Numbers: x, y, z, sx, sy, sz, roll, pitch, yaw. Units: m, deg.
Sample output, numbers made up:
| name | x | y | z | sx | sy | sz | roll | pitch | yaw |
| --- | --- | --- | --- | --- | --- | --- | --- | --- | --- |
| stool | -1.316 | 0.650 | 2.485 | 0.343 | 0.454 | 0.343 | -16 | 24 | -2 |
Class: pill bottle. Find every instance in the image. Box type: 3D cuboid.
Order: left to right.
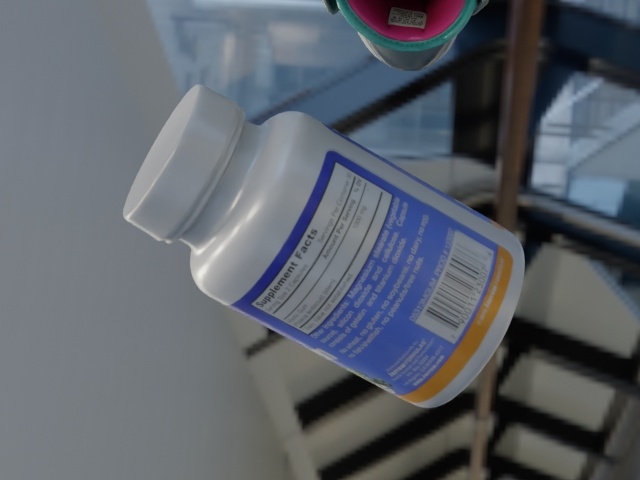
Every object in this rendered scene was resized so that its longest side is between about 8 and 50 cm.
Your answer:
| name | x | y | z | sx | sy | sz | roll | pitch | yaw |
| --- | --- | --- | --- | --- | --- | --- | --- | --- | --- |
| pill bottle | 0.000 | 0.000 | 1.100 | 0.152 | 0.272 | 0.152 | -55 | 15 | 23 |

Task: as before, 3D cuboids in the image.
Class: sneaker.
| name | x | y | z | sx | sy | sz | roll | pitch | yaw |
| --- | --- | --- | --- | --- | --- | --- | --- | --- | --- |
| sneaker | 0.063 | -0.186 | 1.065 | 0.295 | 0.124 | 0.178 | 80 | -171 | -52 |
